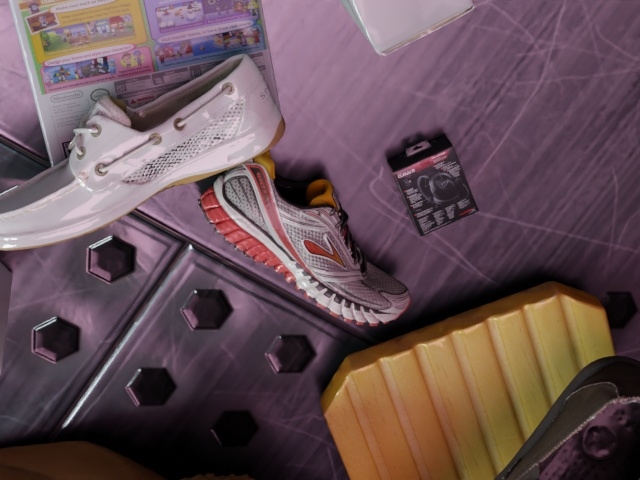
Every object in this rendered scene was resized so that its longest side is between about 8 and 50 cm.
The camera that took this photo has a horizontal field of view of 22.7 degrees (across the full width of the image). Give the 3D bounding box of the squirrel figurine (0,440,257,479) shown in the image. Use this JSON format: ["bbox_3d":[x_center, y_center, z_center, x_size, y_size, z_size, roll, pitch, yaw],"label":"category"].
[{"bbox_3d":[-0.157,0.401,1.545,0.397,0.281,0.370,-12,124,-2],"label":"squirrel figurine"}]

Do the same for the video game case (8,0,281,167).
[{"bbox_3d":[-0.151,-0.164,1.400,0.212,0.023,0.193,-12,118,-4],"label":"video game case"}]

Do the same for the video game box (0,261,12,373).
[{"bbox_3d":[-0.359,0.108,1.394,0.187,0.205,0.048,-37,113,8],"label":"video game box"}]

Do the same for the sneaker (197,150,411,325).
[{"bbox_3d":[0.000,0.000,1.472,0.225,0.088,0.092,35,104,-24],"label":"sneaker"}]

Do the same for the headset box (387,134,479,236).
[{"bbox_3d":[0.104,-0.055,1.495,0.062,0.032,0.083,-25,117,1],"label":"headset box"}]

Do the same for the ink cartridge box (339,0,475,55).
[{"bbox_3d":[0.032,-0.260,1.279,0.093,0.212,0.154,-27,117,3],"label":"ink cartridge box"}]

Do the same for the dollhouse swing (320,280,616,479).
[{"bbox_3d":[0.199,0.275,1.545,0.347,0.315,0.305,-20,136,0],"label":"dollhouse swing"}]

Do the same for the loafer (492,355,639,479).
[{"bbox_3d":[0.198,0.264,1.450,0.134,0.130,0.366,30,88,3],"label":"loafer"}]

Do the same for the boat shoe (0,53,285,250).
[{"bbox_3d":[-0.172,-0.083,1.373,0.277,0.098,0.096,-26,117,-7],"label":"boat shoe"}]
